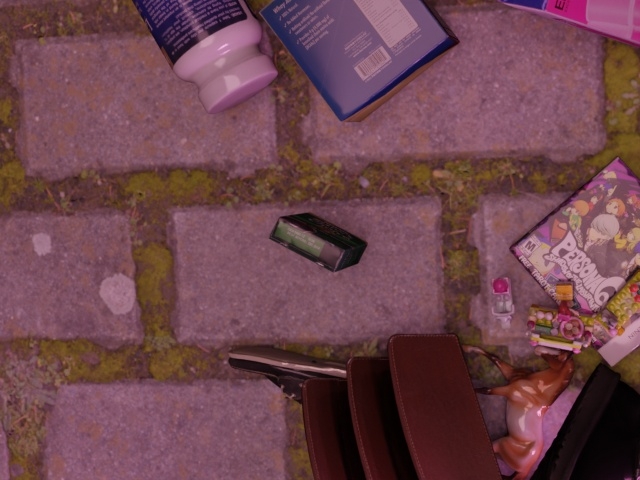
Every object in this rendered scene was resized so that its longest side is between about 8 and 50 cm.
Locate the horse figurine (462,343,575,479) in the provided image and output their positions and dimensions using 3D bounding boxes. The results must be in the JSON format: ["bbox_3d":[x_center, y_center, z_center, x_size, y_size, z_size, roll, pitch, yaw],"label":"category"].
[{"bbox_3d":[0.280,0.271,1.643,0.174,0.066,0.263,10,96,19],"label":"horse figurine"}]

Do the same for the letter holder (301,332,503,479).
[{"bbox_3d":[0.110,0.296,1.528,0.152,0.214,0.302,-55,40,47],"label":"letter holder"}]

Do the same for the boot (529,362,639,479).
[{"bbox_3d":[0.435,0.349,1.498,0.260,0.348,0.131,32,147,11],"label":"boot"}]

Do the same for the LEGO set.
[{"bbox_3d":[0.383,0.091,1.532,0.286,0.107,0.132,-13,94,18],"label":"LEGO set"}]

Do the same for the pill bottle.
[{"bbox_3d":[-0.181,-0.335,1.651,0.153,0.153,0.265,-31,87,15],"label":"pill bottle"}]

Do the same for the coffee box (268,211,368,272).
[{"bbox_3d":[0.000,0.000,1.624,0.113,0.184,0.040,28,99,11],"label":"coffee box"}]

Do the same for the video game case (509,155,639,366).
[{"bbox_3d":[0.430,0.031,1.592,0.210,0.042,0.232,-41,85,14],"label":"video game case"}]

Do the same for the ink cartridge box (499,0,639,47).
[{"bbox_3d":[0.371,-0.366,1.437,0.370,0.069,0.176,9,101,-30],"label":"ink cartridge box"}]

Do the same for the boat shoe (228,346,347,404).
[{"bbox_3d":[-0.038,0.217,1.706,0.233,0.084,0.079,13,98,9],"label":"boat shoe"}]

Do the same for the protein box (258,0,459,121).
[{"bbox_3d":[0.060,-0.312,1.601,0.199,0.136,0.201,-37,86,15],"label":"protein box"}]
